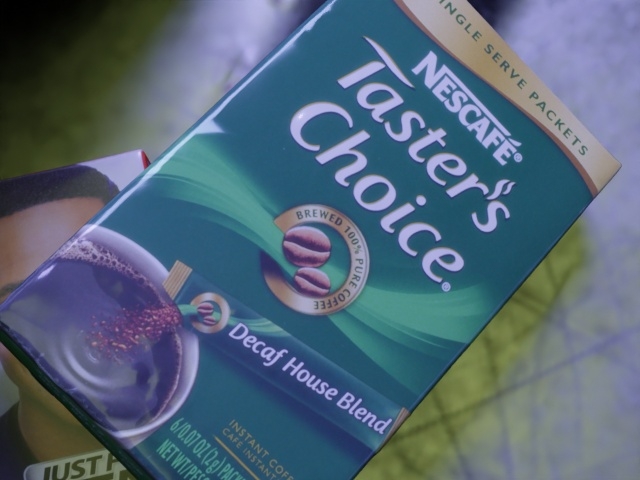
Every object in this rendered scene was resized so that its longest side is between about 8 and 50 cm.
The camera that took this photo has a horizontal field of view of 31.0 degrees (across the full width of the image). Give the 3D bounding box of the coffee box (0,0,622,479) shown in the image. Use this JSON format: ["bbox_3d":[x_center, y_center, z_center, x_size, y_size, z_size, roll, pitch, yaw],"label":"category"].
[{"bbox_3d":[0.000,0.000,0.367,0.113,0.040,0.184,47,70,-4],"label":"coffee box"}]

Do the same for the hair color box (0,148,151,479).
[{"bbox_3d":[-0.077,0.047,0.387,0.072,0.043,0.141,-13,83,-3],"label":"hair color box"}]
